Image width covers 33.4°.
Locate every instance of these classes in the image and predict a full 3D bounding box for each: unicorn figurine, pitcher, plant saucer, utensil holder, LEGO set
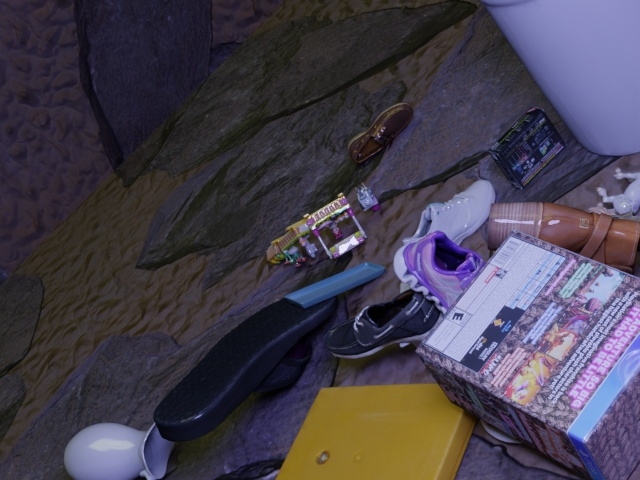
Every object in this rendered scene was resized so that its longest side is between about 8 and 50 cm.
[{"bbox_3d":[0.504,-0.087,1.700,0.162,0.060,0.111,-60,30,-2],"label":"unicorn figurine"},{"bbox_3d":[-0.384,0.429,2.010,0.207,0.125,0.178,-11,54,26],"label":"pitcher"},{"bbox_3d":[0.029,0.084,1.992,0.192,0.018,0.067,-21,18,-27],"label":"plant saucer"},{"bbox_3d":[0.479,-0.383,1.795,0.327,0.385,0.328,-31,30,20],"label":"utensil holder"},{"bbox_3d":[0.000,0.000,2.190,0.287,0.107,0.132,-34,-6,23],"label":"LEGO set"}]

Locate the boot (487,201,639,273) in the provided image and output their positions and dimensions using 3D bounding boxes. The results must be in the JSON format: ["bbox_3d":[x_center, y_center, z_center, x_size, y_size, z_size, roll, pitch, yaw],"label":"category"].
[{"bbox_3d":[0.370,0.014,1.631,0.220,0.283,0.109,6,67,11],"label":"boot"}]

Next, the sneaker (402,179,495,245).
[{"bbox_3d":[0.232,-0.045,1.929,0.212,0.094,0.080,-49,27,-15],"label":"sneaker"}]

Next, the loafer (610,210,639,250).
[{"bbox_3d":[0.467,-0.017,1.642,0.148,0.056,0.050,17,61,47],"label":"loafer"}]

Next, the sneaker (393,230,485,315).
[{"bbox_3d":[0.225,0.072,1.623,0.095,0.236,0.104,-48,-3,-42],"label":"sneaker"}]

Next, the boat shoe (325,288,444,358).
[{"bbox_3d":[0.091,0.131,1.733,0.233,0.079,0.084,-21,40,40],"label":"boat shoe"}]

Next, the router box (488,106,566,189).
[{"bbox_3d":[0.375,-0.168,1.929,0.122,0.092,0.038,-44,27,-7],"label":"router box"}]

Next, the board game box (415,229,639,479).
[{"bbox_3d":[0.320,0.152,1.418,0.232,0.141,0.291,-49,43,-15],"label":"board game box"}]

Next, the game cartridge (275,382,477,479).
[{"bbox_3d":[0.072,0.345,1.626,0.323,0.053,0.285,-8,42,43],"label":"game cartridge"}]

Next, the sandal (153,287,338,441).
[{"bbox_3d":[-0.121,0.230,1.907,0.167,0.107,0.445,0,30,43],"label":"sandal"}]

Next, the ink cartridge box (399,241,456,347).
[{"bbox_3d":[0.195,0.107,1.782,0.115,0.067,0.198,-30,29,27],"label":"ink cartridge box"}]

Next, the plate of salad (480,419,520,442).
[{"bbox_3d":[0.309,0.202,1.529,0.199,0.048,0.200,-31,29,19],"label":"plate of salad"}]

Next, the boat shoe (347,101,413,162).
[{"bbox_3d":[0.137,-0.233,2.359,0.178,0.064,0.060,-38,32,19],"label":"boat shoe"}]
